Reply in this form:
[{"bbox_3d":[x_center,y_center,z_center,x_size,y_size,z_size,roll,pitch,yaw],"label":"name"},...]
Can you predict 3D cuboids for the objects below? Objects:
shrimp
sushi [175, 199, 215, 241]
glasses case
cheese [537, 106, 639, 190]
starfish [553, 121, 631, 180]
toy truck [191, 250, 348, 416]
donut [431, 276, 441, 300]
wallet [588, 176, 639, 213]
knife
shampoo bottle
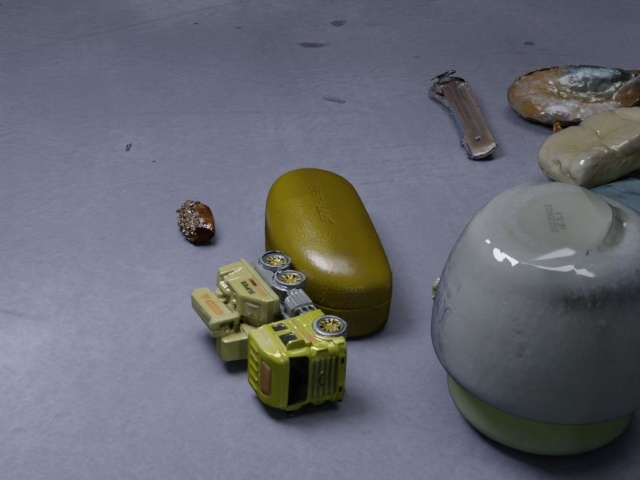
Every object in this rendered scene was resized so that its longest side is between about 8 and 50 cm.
[{"bbox_3d":[0.629,-0.324,2.310,0.446,0.109,0.221,-7,34,-12],"label":"shrimp"},{"bbox_3d":[-0.221,-0.033,1.823,0.055,0.052,0.120,6,30,-24],"label":"sushi"},{"bbox_3d":[0.000,0.000,1.696,0.173,0.141,0.371,-5,32,-10],"label":"glasses case"},{"bbox_3d":[0.555,-0.179,2.014,0.263,0.093,0.159,-25,31,-18],"label":"cheese"},{"bbox_3d":[0.546,-0.178,2.124,0.241,0.043,0.227,-30,42,-34],"label":"starfish"},{"bbox_3d":[-0.077,0.129,1.495,0.157,0.124,0.272,-13,34,-24],"label":"toy truck"},{"bbox_3d":[0.257,0.062,1.686,0.108,0.065,0.166,17,34,23],"label":"donut"},{"bbox_3d":[0.592,-0.037,1.845,0.251,0.054,0.290,29,30,35],"label":"wallet"},{"bbox_3d":[0.309,-0.266,2.253,0.089,0.043,0.365,-30,33,11],"label":"knife"},{"bbox_3d":[0.312,0.098,1.391,0.323,0.317,0.322,4,32,-2],"label":"shampoo bottle"}]
